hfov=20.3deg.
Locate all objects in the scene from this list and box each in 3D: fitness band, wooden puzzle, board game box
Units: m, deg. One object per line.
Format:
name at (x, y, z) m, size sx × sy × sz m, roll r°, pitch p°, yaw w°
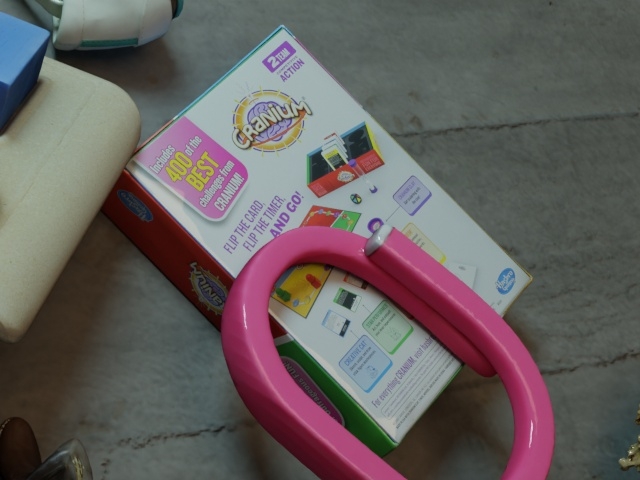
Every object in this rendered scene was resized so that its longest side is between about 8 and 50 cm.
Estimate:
fitness band at (0.057, 0.107, 1.402) m, size 0.291 × 0.054 × 0.209 m, roll 40°, pitch 50°, yaw -5°
wooden puzzle at (-0.313, -0.104, 1.264) m, size 0.347 × 0.080 × 0.322 m, roll 26°, pitch 32°, yaw -3°
board game box at (0.000, 0.000, 1.507) m, size 0.316 × 0.064 × 0.242 m, roll 46°, pitch 50°, yaw -1°

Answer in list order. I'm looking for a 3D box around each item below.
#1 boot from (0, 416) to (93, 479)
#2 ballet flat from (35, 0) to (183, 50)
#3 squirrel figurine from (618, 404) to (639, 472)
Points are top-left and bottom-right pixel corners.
boot at (-0.193, 0.156, 1.263) m, size 0.037 × 0.114 × 0.106 m, roll 5°, pitch 61°, yaw -30°
ballet flat at (-0.255, -0.332, 1.513) m, size 0.139 × 0.139 × 0.400 m, roll -19°, pitch 76°, yaw -38°
squirrel figurine at (0.464, 0.146, 1.586) m, size 0.397 × 0.281 × 0.370 m, roll -10°, pitch 63°, yaw -38°
